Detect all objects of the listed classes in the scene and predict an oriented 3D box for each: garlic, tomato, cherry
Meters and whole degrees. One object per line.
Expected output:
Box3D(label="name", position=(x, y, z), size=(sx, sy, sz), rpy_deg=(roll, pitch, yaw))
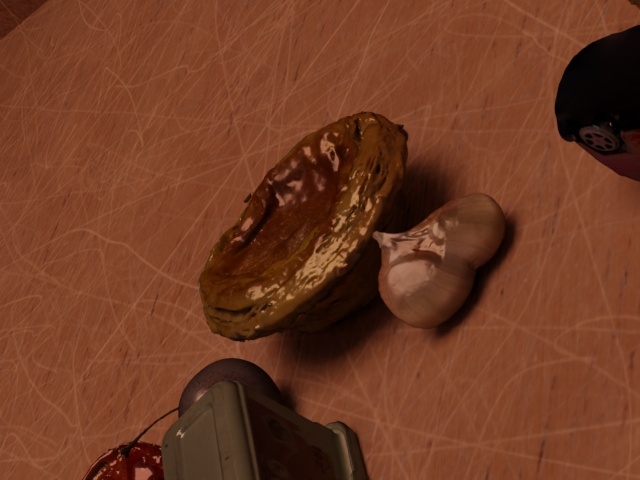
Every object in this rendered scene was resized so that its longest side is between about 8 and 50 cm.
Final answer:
Box3D(label="garlic", position=(0.138, 0.016, 1.795), size=(0.174, 0.099, 0.124), rpy_deg=(-52, 44, 1))
Box3D(label="tomato", position=(-0.231, 0.372, 1.961), size=(0.228, 0.101, 0.228), rpy_deg=(-23, 42, 23))
Box3D(label="cherry", position=(-0.126, 0.228, 1.920), size=(0.188, 0.148, 0.115), rpy_deg=(-40, -17, -32))

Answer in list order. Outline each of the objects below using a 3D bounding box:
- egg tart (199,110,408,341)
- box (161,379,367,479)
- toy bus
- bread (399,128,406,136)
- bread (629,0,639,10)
Box3D(label="egg tart", position=(0.000, 0.000, 1.971), size=(0.352, 0.150, 0.352), rpy_deg=(-38, 28, 25))
Box3D(label="box", position=(-0.062, 0.296, 1.685), size=(0.175, 0.182, 0.312), rpy_deg=(-45, 29, 17))
Box3D(label="toy bus", position=(0.375, -0.137, 1.532), size=(0.303, 0.147, 0.127), rpy_deg=(-10, 50, 56))
Box3D(label="bread", position=(0.053, -0.109, 2.129), size=(0.129, 0.044, 0.126), rpy_deg=(-14, 48, 47))
Box3D(label="bread", position=(0.397, -0.296, 1.680), size=(0.147, 0.160, 0.260), rpy_deg=(-43, 22, 8))
